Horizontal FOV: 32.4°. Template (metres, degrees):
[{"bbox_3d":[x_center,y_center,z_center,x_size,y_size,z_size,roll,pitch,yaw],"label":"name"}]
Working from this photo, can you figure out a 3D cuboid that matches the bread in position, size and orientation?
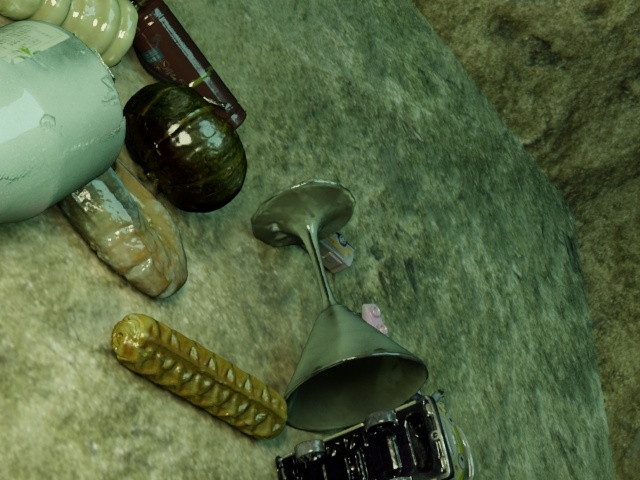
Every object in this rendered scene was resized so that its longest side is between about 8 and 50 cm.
[{"bbox_3d":[-0.181,0.215,1.713,0.367,0.084,0.077,37,-5,-38],"label":"bread"}]

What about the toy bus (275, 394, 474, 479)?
[{"bbox_3d":[0.100,0.380,1.800,0.179,0.305,0.143,30,39,-51],"label":"toy bus"}]

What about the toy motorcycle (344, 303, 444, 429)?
[{"bbox_3d":[0.127,0.270,2.084,0.143,0.188,0.327,7,58,-51],"label":"toy motorcycle"}]

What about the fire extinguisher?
[{"bbox_3d":[-0.267,-0.337,2.042,0.105,0.141,0.341,-46,116,-19],"label":"fire extinguisher"}]

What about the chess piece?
[{"bbox_3d":[-0.432,-0.378,1.804,0.243,0.133,0.133,18,49,-47],"label":"chess piece"}]

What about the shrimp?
[{"bbox_3d":[-0.344,-0.097,1.709,0.445,0.110,0.221,54,21,-22],"label":"shrimp"}]

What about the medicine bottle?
[{"bbox_3d":[-0.429,-0.130,1.420,0.245,0.245,0.290,56,35,-10],"label":"medicine bottle"}]

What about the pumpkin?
[{"bbox_3d":[-0.234,-0.151,1.835,0.238,0.159,0.238,40,-17,14],"label":"pumpkin"}]

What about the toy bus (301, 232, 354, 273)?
[{"bbox_3d":[0.000,0.000,2.273,0.172,0.057,0.072,42,38,-33],"label":"toy bus"}]

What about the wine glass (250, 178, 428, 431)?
[{"bbox_3d":[0.016,0.107,1.989,0.267,0.267,0.406,30,36,-47],"label":"wine glass"}]
